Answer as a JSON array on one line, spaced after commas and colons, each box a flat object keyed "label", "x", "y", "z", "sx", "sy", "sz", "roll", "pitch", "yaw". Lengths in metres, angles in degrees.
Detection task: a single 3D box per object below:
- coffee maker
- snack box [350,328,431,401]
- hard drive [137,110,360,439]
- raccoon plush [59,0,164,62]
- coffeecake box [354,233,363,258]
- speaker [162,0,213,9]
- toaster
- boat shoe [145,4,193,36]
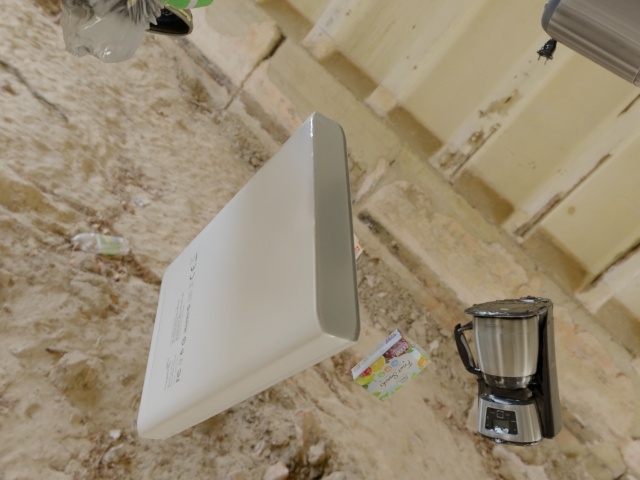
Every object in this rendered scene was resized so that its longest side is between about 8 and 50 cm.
[{"label": "coffee maker", "x": 0.284, "y": 0.176, "z": 0.678, "sx": 0.171, "sy": 0.178, "sz": 0.120, "roll": -3, "pitch": 0, "yaw": -26}, {"label": "snack box", "x": 0.150, "y": 0.268, "z": 1.031, "sx": 0.100, "sy": 0.141, "sz": 0.037, "roll": 39, "pitch": 14, "yaw": -23}, {"label": "hard drive", "x": -0.095, "y": 0.056, "z": 0.521, "sx": 0.047, "sy": 0.353, "sz": 0.233, "roll": 22, "pitch": 49, "yaw": -30}, {"label": "raccoon plush", "x": -0.245, "y": -0.425, "z": 0.398, "sx": 0.299, "sy": 0.447, "sz": 0.216, "roll": 41, "pitch": 24, "yaw": 26}, {"label": "coffeecake box", "x": 0.000, "y": 0.000, "z": 1.113, "sx": 0.068, "sy": 0.142, "sz": 0.186, "roll": 0, "pitch": -47, "yaw": 49}, {"label": "speaker", "x": -0.262, "y": -0.330, "z": 0.519, "sx": 0.296, "sy": 0.131, "sz": 0.131, "roll": -7, "pitch": 44, "yaw": -30}, {"label": "toaster", "x": 0.345, "y": -0.256, "z": 0.496, "sx": 0.129, "sy": 0.227, "sz": 0.146, "roll": -10, "pitch": 51, "yaw": -44}, {"label": "boat shoe", "x": -0.370, "y": -0.448, "z": 0.883, "sx": 0.304, "sy": 0.109, "sz": 0.091, "roll": -8, "pitch": 73, "yaw": -47}]
